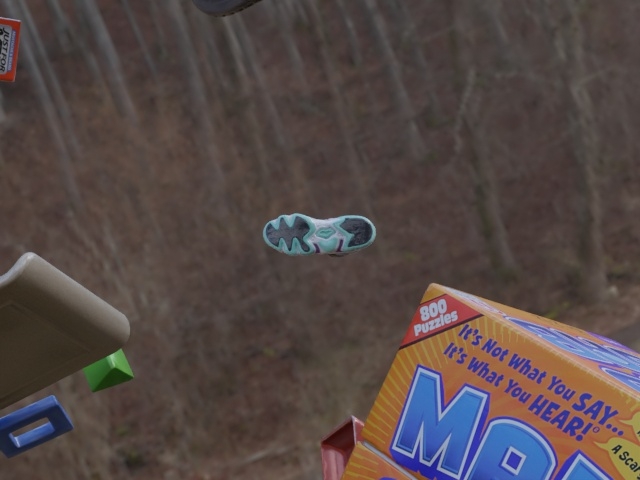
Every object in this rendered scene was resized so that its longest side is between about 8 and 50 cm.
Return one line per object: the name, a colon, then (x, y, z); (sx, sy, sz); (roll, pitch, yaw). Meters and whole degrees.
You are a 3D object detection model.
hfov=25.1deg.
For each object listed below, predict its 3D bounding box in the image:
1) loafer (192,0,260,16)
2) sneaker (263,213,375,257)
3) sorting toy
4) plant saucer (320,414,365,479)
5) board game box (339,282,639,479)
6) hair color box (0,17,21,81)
loafer: (-0.121, -0.352, 1.696); (0.134, 0.130, 0.366); (-29, 24, -20)
sneaker: (0.000, 0.000, 1.276); (0.098, 0.038, 0.069); (3, -9, 3)
sorting toy: (-0.266, 0.080, 1.098); (0.196, 0.047, 0.347); (-31, -26, 5)
plant saucer: (0.053, 0.389, 2.010); (0.048, 0.259, 0.258); (-3, -15, -11)
board game box: (0.265, 0.301, 1.463); (0.356, 0.356, 0.356); (18, 8, -45)
hair color box: (-0.328, -0.159, 1.109); (0.167, 0.053, 0.093); (1, 10, -43)
